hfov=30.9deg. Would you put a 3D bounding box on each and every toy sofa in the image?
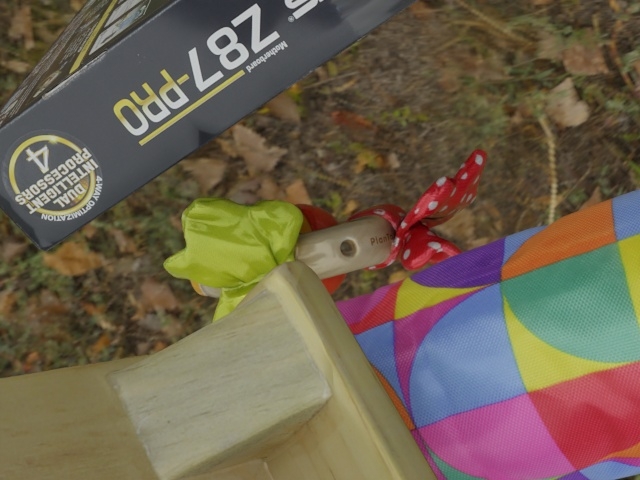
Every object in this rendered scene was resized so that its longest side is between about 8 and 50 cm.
[{"bbox_3d":[-0.133,0.123,0.271,0.177,0.362,0.150,-48,61,33],"label":"toy sofa"}]

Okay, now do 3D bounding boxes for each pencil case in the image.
[{"bbox_3d":[0.114,0.036,0.402,0.236,0.104,0.104,-18,94,23],"label":"pencil case"}]

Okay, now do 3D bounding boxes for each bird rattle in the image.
[{"bbox_3d":[0.000,0.000,0.882,0.207,0.253,0.143,-1,112,64],"label":"bird rattle"}]

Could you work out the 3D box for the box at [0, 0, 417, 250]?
[{"bbox_3d":[-0.073,-0.186,0.871,0.318,0.395,0.097,-34,110,17],"label":"box"}]
